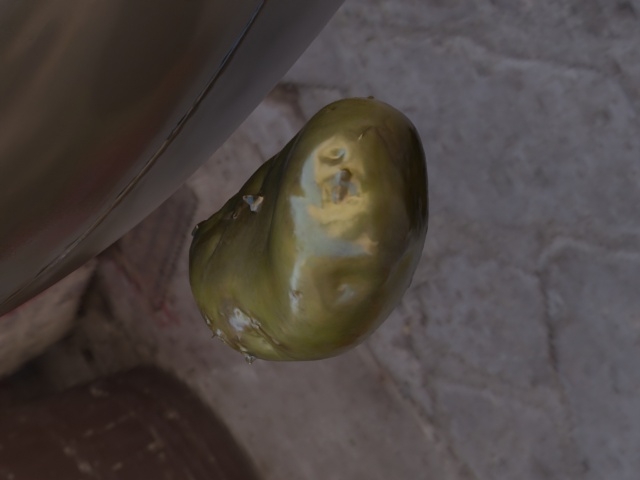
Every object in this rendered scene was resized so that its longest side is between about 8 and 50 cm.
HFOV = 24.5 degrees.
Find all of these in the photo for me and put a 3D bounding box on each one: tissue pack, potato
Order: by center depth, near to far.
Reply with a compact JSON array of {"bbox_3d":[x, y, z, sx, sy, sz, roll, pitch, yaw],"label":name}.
[{"bbox_3d":[0.000,0.000,0.545,0.070,0.091,0.138,28,156,-16],"label":"potato"},{"bbox_3d":[-0.167,-0.118,0.638,0.387,0.277,0.267,-41,84,34],"label":"tissue pack"}]
